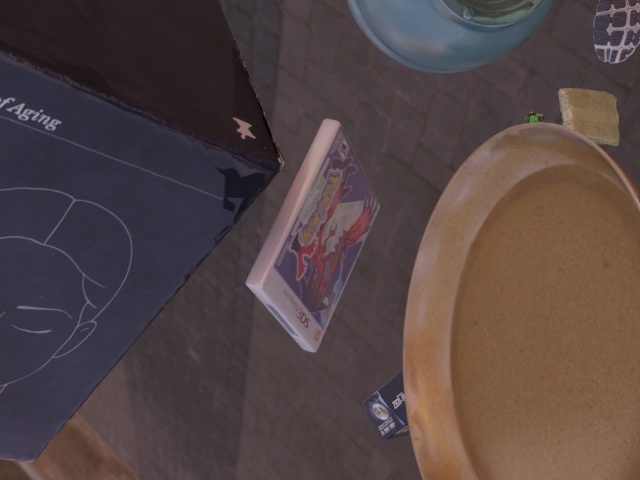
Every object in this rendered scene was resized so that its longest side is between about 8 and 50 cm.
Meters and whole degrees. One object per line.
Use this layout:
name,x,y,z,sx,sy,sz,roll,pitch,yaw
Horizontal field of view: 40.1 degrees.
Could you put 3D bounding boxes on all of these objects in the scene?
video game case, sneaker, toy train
video game case,0.000,0.000,0.957,0.023,0.201,0.183,15,158,25
sneaker,0.644,-0.508,1.850,0.107,0.110,0.275,10,94,21
toy train,0.273,-0.121,1.107,0.017,0.024,0.083,-154,58,-72

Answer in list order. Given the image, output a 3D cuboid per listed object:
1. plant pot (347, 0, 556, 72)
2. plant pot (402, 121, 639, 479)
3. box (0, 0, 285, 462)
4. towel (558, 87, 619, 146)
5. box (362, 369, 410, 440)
plant pot,0.187,-0.355,1.107,0.293,0.293,0.196,60,179,-16
plant pot,0.111,0.056,0.470,0.236,0.032,0.236,-175,90,-68
box,-0.380,-0.069,0.804,0.472,0.480,0.297,-46,44,27
towel,0.505,-0.232,1.640,0.027,0.148,0.110,-20,73,57
box,0.189,0.261,1.492,0.147,0.180,0.077,-46,60,34
